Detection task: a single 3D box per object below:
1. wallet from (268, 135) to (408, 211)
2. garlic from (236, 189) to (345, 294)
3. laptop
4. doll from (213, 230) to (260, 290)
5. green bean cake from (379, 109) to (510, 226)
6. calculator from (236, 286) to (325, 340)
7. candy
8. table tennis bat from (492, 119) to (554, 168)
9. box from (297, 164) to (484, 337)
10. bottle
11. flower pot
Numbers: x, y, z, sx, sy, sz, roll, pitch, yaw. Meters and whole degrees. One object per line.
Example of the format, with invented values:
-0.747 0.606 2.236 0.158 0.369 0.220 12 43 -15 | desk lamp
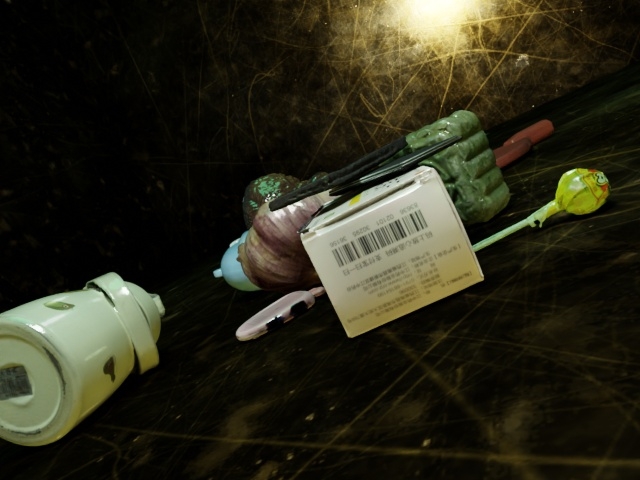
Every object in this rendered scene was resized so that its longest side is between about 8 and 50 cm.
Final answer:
0.034 -0.102 0.832 0.124 0.025 0.244 -20 9 41 | wallet
-0.027 0.013 1.000 0.245 0.160 0.245 -34 -21 -15 | garlic
0.105 -0.106 0.790 0.129 0.016 0.180 -29 7 -31 | laptop
-0.105 0.028 1.244 0.314 0.140 0.177 -21 4 11 | doll
0.202 -0.105 0.927 0.094 0.183 0.185 -33 11 -40 | green bean cake
-0.065 0.116 0.891 0.166 0.024 0.103 -30 7 -24 | calculator
0.271 -0.029 0.695 0.194 0.058 0.062 -32 -25 28 | candy
0.453 -0.217 1.433 0.415 0.051 0.268 -30 6 -19 | table tennis bat
0.092 -0.008 0.747 0.173 0.145 0.333 -27 6 9 | box
-0.399 0.177 0.948 0.229 0.229 0.352 -24 4 16 | bottle
-0.080 -0.109 1.817 0.267 0.266 0.267 -9 15 31 | flower pot
